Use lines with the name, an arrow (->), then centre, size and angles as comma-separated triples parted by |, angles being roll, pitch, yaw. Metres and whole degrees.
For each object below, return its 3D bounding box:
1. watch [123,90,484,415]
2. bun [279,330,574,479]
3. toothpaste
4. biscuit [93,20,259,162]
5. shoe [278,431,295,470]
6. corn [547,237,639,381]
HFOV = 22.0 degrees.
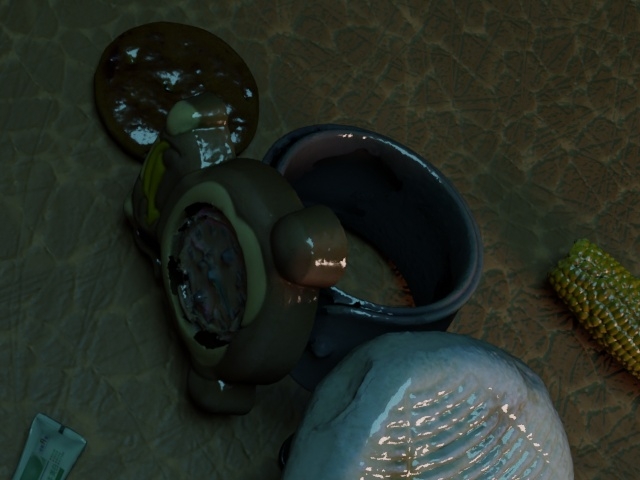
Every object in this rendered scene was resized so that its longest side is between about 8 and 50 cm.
watch -> 0.000, 0.000, 1.837 | 0.327, 0.314, 0.335 | -9, 55, -36
bun -> 0.099, 0.250, 1.719 | 0.354, 0.194, 0.354 | -5, 98, -34
toothpaste -> -0.308, 0.280, 1.701 | 0.064, 0.041, 0.218 | 32, 55, -14
biscuit -> -0.170, -0.176, 1.983 | 0.212, 0.036, 0.212 | 8, 61, -15
shoe -> 0.045, 0.243, 1.832 | 0.179, 0.049, 0.071 | 15, 59, -11
corn -> 0.404, 0.124, 1.987 | 0.310, 0.101, 0.101 | 40, 58, 4
